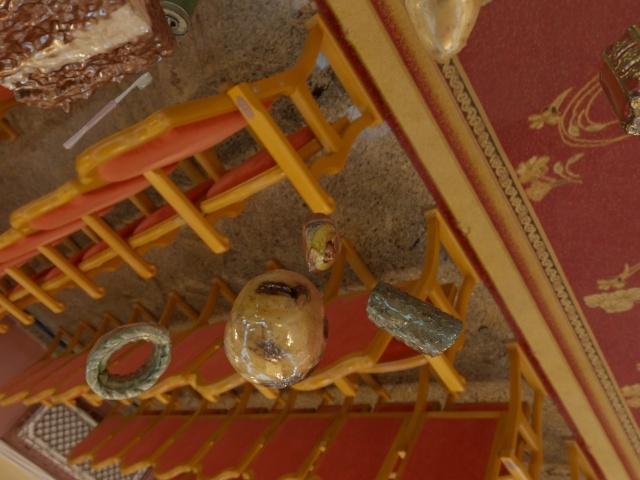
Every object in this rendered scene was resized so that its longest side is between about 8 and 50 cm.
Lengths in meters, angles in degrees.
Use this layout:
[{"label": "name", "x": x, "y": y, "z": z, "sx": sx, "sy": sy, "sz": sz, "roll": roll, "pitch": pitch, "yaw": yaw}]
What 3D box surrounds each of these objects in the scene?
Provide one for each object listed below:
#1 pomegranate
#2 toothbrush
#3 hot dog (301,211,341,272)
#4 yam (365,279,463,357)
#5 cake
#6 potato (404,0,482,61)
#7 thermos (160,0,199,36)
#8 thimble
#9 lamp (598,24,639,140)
[{"label": "pomegranate", "x": -0.116, "y": 0.237, "z": 1.204, "sx": 0.322, "sy": 0.322, "sz": 0.322, "roll": 15, "pitch": 134, "yaw": 16}, {"label": "toothbrush", "x": -0.360, "y": -0.219, "z": 0.748, "sx": 0.194, "sy": 0.014, "sz": 0.017, "roll": -36, "pitch": 101, "yaw": 6}, {"label": "hot dog", "x": 0.005, "y": 0.002, "z": 1.057, "sx": 0.093, "sy": 0.261, "sz": 0.123, "roll": -7, "pitch": 110, "yaw": -5}, {"label": "yam", "x": 0.180, "y": 0.157, "z": 0.885, "sx": 0.183, "sy": 0.107, "sz": 0.107, "roll": 30, "pitch": 137, "yaw": 13}, {"label": "cake", "x": -0.200, "y": -0.181, "z": 0.293, "sx": 0.135, "sy": 0.147, "sz": 0.134, "roll": -22, "pitch": 90, "yaw": 8}, {"label": "potato", "x": 0.260, "y": -0.506, "z": 0.915, "sx": 0.161, "sy": 0.128, "sz": 0.235, "roll": -19, "pitch": 97, "yaw": 38}, {"label": "thermos", "x": -0.293, "y": -0.537, "z": 0.951, "sx": 0.083, "sy": 0.188, "sz": 0.073, "roll": 12, "pitch": 160, "yaw": 9}, {"label": "thimble", "x": -0.243, "y": 0.150, "z": 0.570, "sx": 0.084, "sy": 0.110, "sz": 0.062, "roll": 57, "pitch": 155, "yaw": -15}, {"label": "lamp", "x": 0.656, "y": -0.311, "z": 0.861, "sx": 0.177, "sy": 0.274, "sz": 0.177, "roll": 9, "pitch": 139, "yaw": 8}]
